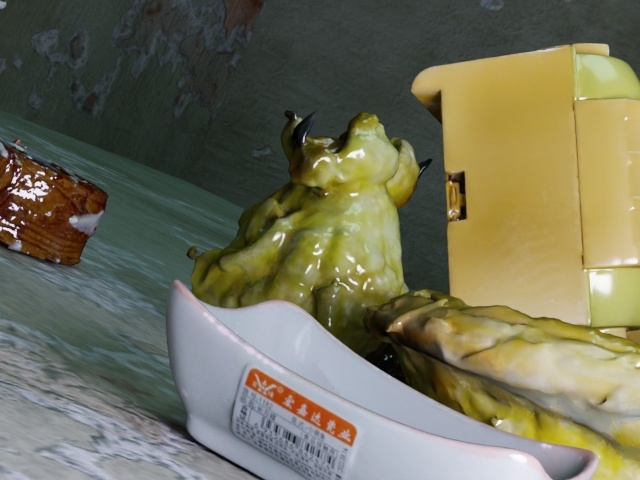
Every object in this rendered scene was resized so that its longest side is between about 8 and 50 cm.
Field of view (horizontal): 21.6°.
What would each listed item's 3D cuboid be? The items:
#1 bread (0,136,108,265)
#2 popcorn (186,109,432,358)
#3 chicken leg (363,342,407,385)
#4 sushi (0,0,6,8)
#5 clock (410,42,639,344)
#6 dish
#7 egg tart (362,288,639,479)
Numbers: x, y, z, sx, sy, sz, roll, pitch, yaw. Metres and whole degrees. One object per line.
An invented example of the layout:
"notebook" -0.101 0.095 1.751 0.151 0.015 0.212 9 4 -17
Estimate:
"bread" -0.251 -0.042 1.338 0.160 0.073 0.160 24 3 -1
"popcorn" -0.005 0.002 1.288 0.173 0.195 0.168 19 -15 -26
"chicken leg" 0.001 0.068 1.434 0.196 0.080 0.125 25 15 36
"sushi" -0.411 -0.155 1.063 0.417 0.175 0.417 18 -3 1
"clock" 0.198 -0.015 1.375 0.200 0.244 0.317 -1 -9 14
"dish" 0.022 0.100 0.858 0.212 0.077 0.151 25 4 23
"egg tart" 0.183 0.124 1.073 0.345 0.132 0.345 16 1 0
